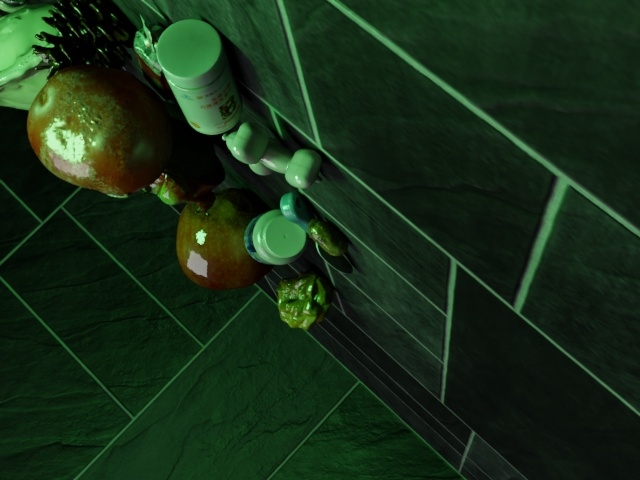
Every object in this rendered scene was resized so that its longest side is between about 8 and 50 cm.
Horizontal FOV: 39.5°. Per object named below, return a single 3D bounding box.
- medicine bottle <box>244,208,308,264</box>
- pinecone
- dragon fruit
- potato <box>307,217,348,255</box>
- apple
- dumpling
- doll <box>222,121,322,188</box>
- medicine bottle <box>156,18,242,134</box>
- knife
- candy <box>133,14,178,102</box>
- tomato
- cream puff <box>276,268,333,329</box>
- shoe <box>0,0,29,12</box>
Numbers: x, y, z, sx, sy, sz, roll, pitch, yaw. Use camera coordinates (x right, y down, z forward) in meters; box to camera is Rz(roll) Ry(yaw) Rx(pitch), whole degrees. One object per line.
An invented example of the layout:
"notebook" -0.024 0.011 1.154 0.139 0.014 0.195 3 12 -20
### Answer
"medicine bottle" -0.084 -0.006 1.724 0.107 0.107 0.191 46 171 -8
"pinecone" -0.411 -0.332 1.520 0.163 0.165 0.163 48 177 4
"dragon fruit" -0.298 -0.174 1.671 0.268 0.130 0.295 7 -149 -47
"potato" 0.013 -0.006 1.517 0.083 0.040 0.051 38 -155 -14
"apple" -0.199 -0.011 1.914 0.230 0.230 0.230 43 171 9
"dumpling" -0.570 -0.331 1.750 0.233 0.315 0.395 56 159 -20
"doll" -0.071 -0.121 1.272 0.161 0.059 0.160 24 179 2
"medicine bottle" -0.159 -0.215 1.203 0.086 0.086 0.183 42 171 14
"knife" 0.000 0.001 1.582 0.244 0.032 0.058 51 -151 -41
"candy" -0.245 -0.275 1.392 0.086 0.059 0.292 47 170 4
"tomato" -0.344 -0.183 1.443 0.232 0.189 0.232 24 -157 -11
"cream puff" -0.045 0.128 2.057 0.146 0.146 0.116 34 165 46
"shoe" -0.711 -0.589 1.928 0.112 0.099 0.227 22 160 50
